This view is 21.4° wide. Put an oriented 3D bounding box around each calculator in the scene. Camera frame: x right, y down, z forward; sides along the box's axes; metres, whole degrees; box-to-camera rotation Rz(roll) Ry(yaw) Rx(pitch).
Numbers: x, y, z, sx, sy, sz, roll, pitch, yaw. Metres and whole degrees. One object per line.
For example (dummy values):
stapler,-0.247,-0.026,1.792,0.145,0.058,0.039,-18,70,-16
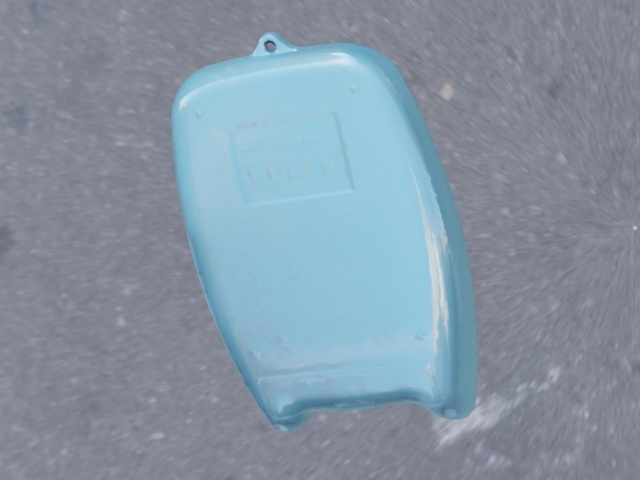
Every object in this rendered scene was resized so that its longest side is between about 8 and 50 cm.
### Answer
calculator,0.000,0.000,1.516,0.256,0.054,0.386,-7,108,22
